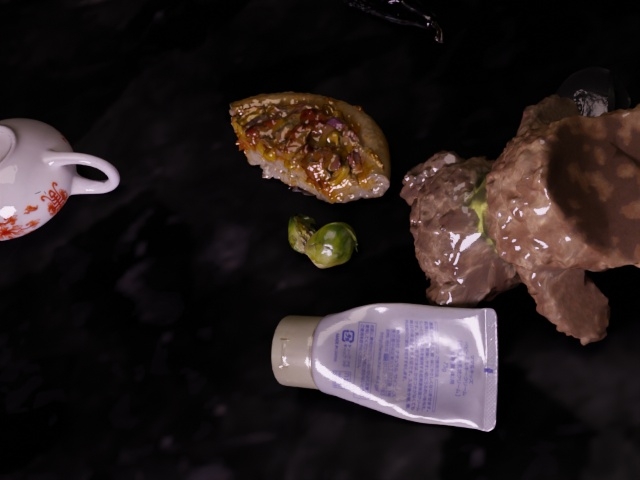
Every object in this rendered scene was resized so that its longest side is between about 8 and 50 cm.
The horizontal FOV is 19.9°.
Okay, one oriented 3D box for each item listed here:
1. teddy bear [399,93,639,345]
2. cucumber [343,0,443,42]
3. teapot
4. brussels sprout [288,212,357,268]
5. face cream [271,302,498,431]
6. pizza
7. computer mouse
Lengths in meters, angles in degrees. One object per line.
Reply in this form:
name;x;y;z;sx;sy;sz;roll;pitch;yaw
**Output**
teddy bear;0.247;-0.023;1.721;0.296;0.222;0.246;-4;77;-16
cucumber;0.085;-0.268;2.076;0.163;0.039;0.043;27;88;42
teapot;-0.348;-0.072;2.095;0.246;0.116;0.159;2;42;22
brussels sprout;-0.001;0.001;1.889;0.083;0.046;0.051;12;62;46
face cream;0.066;0.115;1.731;0.224;0.070;0.114;3;95;27
pizza;-0.011;-0.111;1.976;0.127;0.058;0.246;-40;43;-9
computer mouse;0.268;-0.130;1.858;0.079;0.047;0.135;-1;54;28
